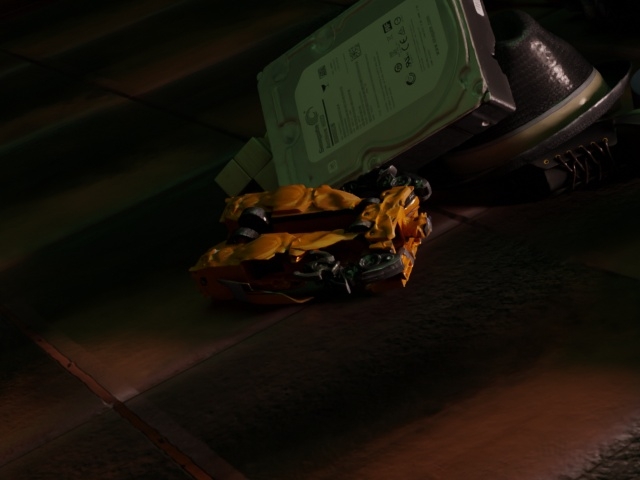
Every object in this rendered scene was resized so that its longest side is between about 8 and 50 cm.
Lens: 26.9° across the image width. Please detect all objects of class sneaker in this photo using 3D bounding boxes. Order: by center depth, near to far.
[{"bbox_3d":[0.347,-0.097,1.661,0.222,0.083,0.118,-2,31,48],"label":"sneaker"},{"bbox_3d":[0.493,-0.387,2.171,0.121,0.111,0.300,-30,21,-7],"label":"sneaker"}]

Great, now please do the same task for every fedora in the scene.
[{"bbox_3d":[0.232,-0.199,1.736,0.334,0.152,0.334,-32,12,8],"label":"fedora"}]

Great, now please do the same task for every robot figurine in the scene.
[{"bbox_3d":[0.000,0.000,1.608,0.291,0.085,0.211,-3,41,25],"label":"robot figurine"}]

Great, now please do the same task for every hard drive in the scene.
[{"bbox_3d":[0.070,-0.191,1.706,0.339,0.237,0.064,-30,-30,34],"label":"hard drive"}]

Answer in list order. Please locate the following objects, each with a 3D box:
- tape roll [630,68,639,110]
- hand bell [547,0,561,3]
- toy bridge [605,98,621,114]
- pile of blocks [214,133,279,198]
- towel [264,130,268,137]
[{"bbox_3d":[0.502,-0.183,1.738,0.189,0.080,0.189,-13,24,6],"label":"tape roll"},{"bbox_3d":[0.362,-0.457,2.408,0.242,0.126,0.126,18,39,30],"label":"hand bell"},{"bbox_3d":[0.346,-0.202,1.932,0.063,0.026,0.188,-32,29,-27],"label":"toy bridge"},{"bbox_3d":[0.020,-0.136,1.921,0.362,0.149,0.112,-37,74,-22],"label":"pile of blocks"},{"bbox_3d":[0.033,-0.194,2.108,0.237,0.021,0.102,-11,19,11],"label":"towel"}]
